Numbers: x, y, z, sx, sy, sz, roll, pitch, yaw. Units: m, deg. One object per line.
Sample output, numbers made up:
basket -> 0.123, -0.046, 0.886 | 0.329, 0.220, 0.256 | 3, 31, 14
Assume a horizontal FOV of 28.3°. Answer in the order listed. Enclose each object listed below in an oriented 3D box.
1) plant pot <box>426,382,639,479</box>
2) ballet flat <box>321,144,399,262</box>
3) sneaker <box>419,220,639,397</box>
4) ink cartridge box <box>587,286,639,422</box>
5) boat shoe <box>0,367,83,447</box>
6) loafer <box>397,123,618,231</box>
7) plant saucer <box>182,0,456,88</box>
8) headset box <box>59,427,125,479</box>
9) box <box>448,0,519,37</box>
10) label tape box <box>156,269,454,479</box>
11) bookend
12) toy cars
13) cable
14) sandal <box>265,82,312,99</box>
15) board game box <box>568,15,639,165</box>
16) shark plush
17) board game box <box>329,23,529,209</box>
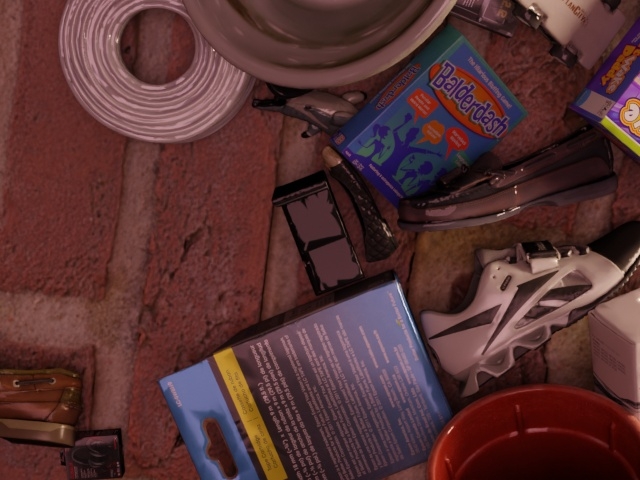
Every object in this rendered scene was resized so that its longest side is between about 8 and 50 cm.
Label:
plant pot -> 0.285, 0.368, 1.592 | 0.272, 0.272, 0.265 | -12, 128, 1
ballet flat -> 0.045, -0.046, 1.646 | 0.049, 0.057, 0.173 | -30, 107, 0
sneaker -> 0.275, 0.049, 1.632 | 0.330, 0.122, 0.146 | -35, 90, -6
ink cartridge box -> 0.443, 0.176, 1.608 | 0.171, 0.100, 0.237 | -20, 120, -16
boat shoe -> -0.466, 0.204, 1.674 | 0.307, 0.111, 0.105 | 8, 74, -5
loafer -> 0.233, -0.082, 1.611 | 0.302, 0.109, 0.095 | -12, 104, -16
plant saucer -> 0.015, -0.373, 1.488 | 0.400, 0.100, 0.401 | 0, 89, 26
headset box -> -0.309, 0.290, 1.714 | 0.083, 0.032, 0.062 | -3, 98, -1
box -> 0.192, -0.385, 1.531 | 0.183, 0.056, 0.231 | 21, 100, -4
label tape box -> -0.011, 0.212, 1.666 | 0.333, 0.106, 0.241 | -22, 98, 3
bookend -> 0.000, 0.000, 1.613 | 0.072, 0.156, 0.157 | -21, 98, 2
toy cars -> 0.362, -0.312, 1.547 | 0.393, 0.087, 0.177 | -16, 128, -29
cable -> -0.202, -0.249, 1.612 | 0.257, 0.089, 0.257 | 39, 96, -5
sandal -> 0.023, -0.284, 1.611 | 0.254, 0.054, 0.097 | -43, 90, -2
board game box -> 0.508, -0.155, 1.572 | 0.347, 0.078, 0.233 | 34, 97, -27
shark plush -> -0.010, -0.155, 1.646 | 0.161, 0.073, 0.067 | 6, 128, -6
board game box -> 0.140, -0.145, 1.616 | 0.210, 0.047, 0.160 | -45, 124, 5
